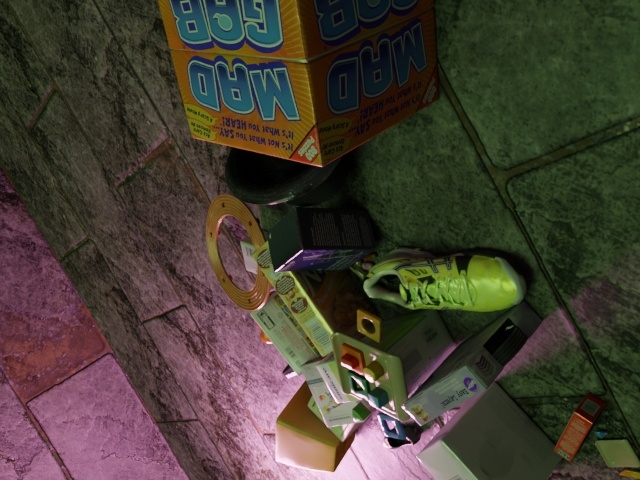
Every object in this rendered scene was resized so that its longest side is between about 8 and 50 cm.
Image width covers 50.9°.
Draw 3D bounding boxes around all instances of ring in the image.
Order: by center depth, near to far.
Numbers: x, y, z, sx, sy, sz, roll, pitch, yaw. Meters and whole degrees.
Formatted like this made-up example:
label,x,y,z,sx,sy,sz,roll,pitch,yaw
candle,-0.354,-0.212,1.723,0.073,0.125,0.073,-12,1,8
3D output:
label,x,y,z,sx,sy,sz,roll,pitch,yaw
ring,-0.226,0.033,1.881,0.336,0.032,0.337,24,122,47

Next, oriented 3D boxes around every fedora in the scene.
label,x,y,z,sx,sy,sz,roll,pitch,yaw
fedora,-0.056,-0.175,1.552,0.334,0.334,0.152,14,157,42

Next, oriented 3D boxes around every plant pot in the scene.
label,x,y,z,sx,sy,sz,roll,pitch,yaw
plant pot,-0.002,0.576,2.051,0.187,0.212,0.212,20,131,22

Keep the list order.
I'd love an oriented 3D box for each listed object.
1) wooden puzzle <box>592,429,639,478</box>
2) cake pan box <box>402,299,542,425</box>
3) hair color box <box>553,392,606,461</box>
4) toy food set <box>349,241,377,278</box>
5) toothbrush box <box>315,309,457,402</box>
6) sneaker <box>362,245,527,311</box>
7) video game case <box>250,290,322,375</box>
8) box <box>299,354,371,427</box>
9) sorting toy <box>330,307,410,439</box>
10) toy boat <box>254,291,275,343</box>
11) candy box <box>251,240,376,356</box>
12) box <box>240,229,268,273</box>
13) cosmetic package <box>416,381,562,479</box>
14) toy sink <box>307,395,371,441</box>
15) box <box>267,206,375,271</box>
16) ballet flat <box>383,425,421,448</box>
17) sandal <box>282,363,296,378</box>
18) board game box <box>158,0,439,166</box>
label,x,y,z,sx,sy,sz,roll,pitch,yaw
wooden puzzle,0.621,0.444,1.402,0.078,0.014,0.116,-16,104,47
cake pan box,0.320,0.257,1.412,0.070,0.245,0.267,46,141,7
hair color box,0.541,0.391,1.404,0.043,0.072,0.141,33,138,28
toy food set,0.111,0.035,1.671,0.078,0.019,0.122,41,132,20
toothbrush box,0.157,0.284,1.643,0.283,0.206,0.122,-27,94,54
sneaker,0.260,0.104,1.448,0.384,0.147,0.145,-1,113,47
video game case,-0.052,0.227,1.876,0.206,0.026,0.227,-40,82,9
box,0.039,0.401,1.798,0.145,0.038,0.186,-23,92,42
sorting toy,0.103,0.309,1.511,0.195,0.047,0.348,13,124,43
toy boat,-0.117,0.247,1.967,0.231,0.151,0.151,10,123,44
candy box,-0.013,0.115,1.720,0.087,0.183,0.317,-37,87,38
box,-0.158,0.039,1.915,0.101,0.087,0.102,19,130,40
cosmetic package,0.383,0.488,1.523,0.224,0.224,0.138,48,145,13
toy sink,0.077,0.437,1.906,0.153,0.131,0.234,43,140,17
box,0.000,0.000,1.596,0.153,0.207,0.108,-38,58,54
ballet flat,0.222,0.560,1.900,0.057,0.049,0.173,54,143,6
sandal,-0.038,0.371,2.030,0.054,0.097,0.254,44,153,-3
board game box,-0.035,-0.392,1.241,0.356,0.356,0.357,17,129,40
